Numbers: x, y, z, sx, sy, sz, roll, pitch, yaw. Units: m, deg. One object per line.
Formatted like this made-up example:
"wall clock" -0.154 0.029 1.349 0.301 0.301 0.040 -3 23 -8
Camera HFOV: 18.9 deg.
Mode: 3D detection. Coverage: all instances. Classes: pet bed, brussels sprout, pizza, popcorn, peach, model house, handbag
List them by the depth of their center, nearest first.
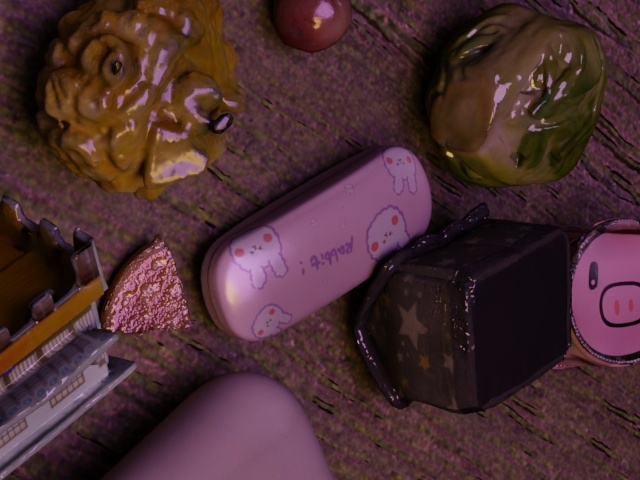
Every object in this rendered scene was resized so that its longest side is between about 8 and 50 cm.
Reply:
"model house" -0.300 0.089 1.641 0.224 0.198 0.215 -41 141 -30
"popcorn" -0.159 -0.142 1.767 0.218 0.169 0.189 -48 120 -21
"pizza" -0.178 0.058 1.860 0.099 0.029 0.100 -30 109 -25
"peach" -0.009 -0.230 1.938 0.083 0.083 0.083 -3 95 -39
"pet bed" 0.151 0.073 2.041 0.211 0.159 0.183 -29 122 -45
"brussels sprout" 0.213 -0.151 2.082 0.223 0.161 0.223 -20 127 -28
"handbag" 0.315 0.062 2.197 0.205 0.116 0.179 -5 95 -37

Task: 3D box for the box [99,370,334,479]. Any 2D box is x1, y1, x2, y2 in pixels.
"box" -0.103 0.311 1.829 0.349 0.141 0.288 -43 120 -45

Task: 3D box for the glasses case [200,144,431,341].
"glasses case" 0.000 0.000 1.964 0.297 0.075 0.113 -32 115 -32
